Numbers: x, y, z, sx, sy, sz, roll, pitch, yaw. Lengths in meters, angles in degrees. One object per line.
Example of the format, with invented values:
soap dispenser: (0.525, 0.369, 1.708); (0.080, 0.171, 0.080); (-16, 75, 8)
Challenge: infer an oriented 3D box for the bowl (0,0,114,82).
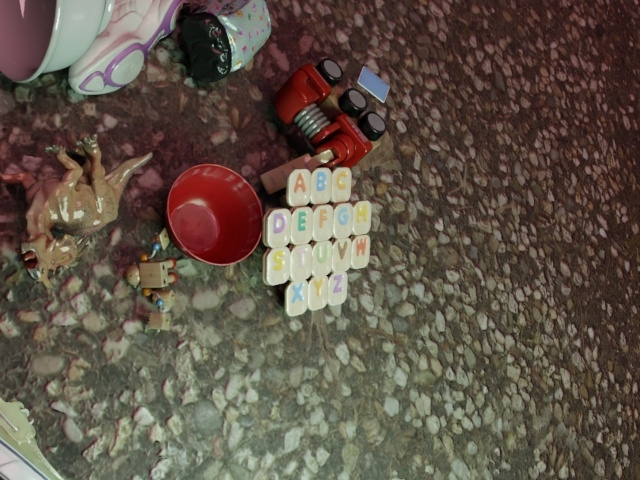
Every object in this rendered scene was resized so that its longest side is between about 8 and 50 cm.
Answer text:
bowl: (-0.413, -0.395, 1.075); (0.134, 0.298, 0.297); (-10, 82, -44)

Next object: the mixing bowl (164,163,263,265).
mixing bowl: (-0.204, -0.035, 1.224); (0.182, 0.098, 0.181); (11, 70, -33)

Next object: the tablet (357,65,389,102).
tablet: (0.123, -0.363, 1.615); (0.083, 0.006, 0.054); (33, 60, -22)

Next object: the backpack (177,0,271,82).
backpack: (-0.177, -0.398, 1.319); (0.115, 0.151, 0.182); (16, 47, 18)

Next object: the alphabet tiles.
alphabet tiles: (0.000, 0.000, 1.325); (0.284, 0.021, 0.277); (-8, 104, -45)

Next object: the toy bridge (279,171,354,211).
toy bridge: (-0.010, -0.114, 1.431); (0.188, 0.026, 0.063); (-25, 89, -38)

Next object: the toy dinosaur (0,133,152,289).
toy dinosaur: (-0.384, -0.048, 1.094); (0.296, 0.127, 0.200); (-30, 101, -50)

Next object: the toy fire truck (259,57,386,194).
toy fire truck: (-0.026, -0.215, 1.377); (0.217, 0.158, 0.246); (51, 43, 0)

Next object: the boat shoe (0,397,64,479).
boat shoe: (-0.450, 0.258, 0.957); (0.302, 0.109, 0.094); (48, 53, -10)

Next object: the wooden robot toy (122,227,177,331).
wooden robot toy: (-0.290, 0.065, 1.165); (0.076, 0.079, 0.173); (-13, 100, -79)

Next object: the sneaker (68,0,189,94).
sneaker: (-0.365, -0.378, 1.232); (0.152, 0.114, 0.305); (31, 59, -1)
